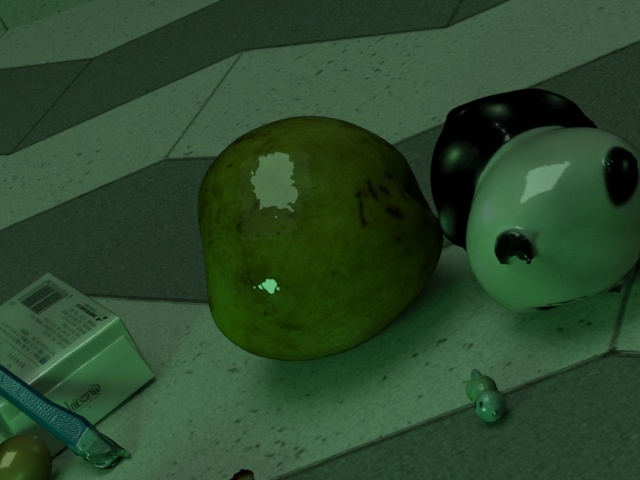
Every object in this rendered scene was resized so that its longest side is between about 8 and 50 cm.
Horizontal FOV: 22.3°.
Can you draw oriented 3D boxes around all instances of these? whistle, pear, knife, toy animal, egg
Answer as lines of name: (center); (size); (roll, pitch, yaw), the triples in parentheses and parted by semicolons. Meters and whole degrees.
whistle: (0.179, 0.169, 1.779); (0.035, 0.035, 0.100); (-27, 23, 3)
pear: (0.000, 0.000, 2.004); (0.304, 0.304, 0.304); (-23, 26, 12)
knife: (-0.368, 0.204, 2.076); (0.296, 0.026, 0.044); (34, 75, 14)
toy animal: (0.258, -0.044, 1.887); (0.251, 0.251, 0.310); (-31, 18, -5)
egg: (-0.387, 0.295, 2.062); (0.080, 0.080, 0.096); (-8, 28, 36)

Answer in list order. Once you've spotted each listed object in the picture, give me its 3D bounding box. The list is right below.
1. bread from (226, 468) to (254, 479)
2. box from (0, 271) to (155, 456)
bread: (-0.196, 0.331, 1.805); (0.268, 0.095, 0.139); (-8, 31, 9)
box: (-0.383, 0.172, 2.246); (0.203, 0.116, 0.274); (-37, 28, -18)
